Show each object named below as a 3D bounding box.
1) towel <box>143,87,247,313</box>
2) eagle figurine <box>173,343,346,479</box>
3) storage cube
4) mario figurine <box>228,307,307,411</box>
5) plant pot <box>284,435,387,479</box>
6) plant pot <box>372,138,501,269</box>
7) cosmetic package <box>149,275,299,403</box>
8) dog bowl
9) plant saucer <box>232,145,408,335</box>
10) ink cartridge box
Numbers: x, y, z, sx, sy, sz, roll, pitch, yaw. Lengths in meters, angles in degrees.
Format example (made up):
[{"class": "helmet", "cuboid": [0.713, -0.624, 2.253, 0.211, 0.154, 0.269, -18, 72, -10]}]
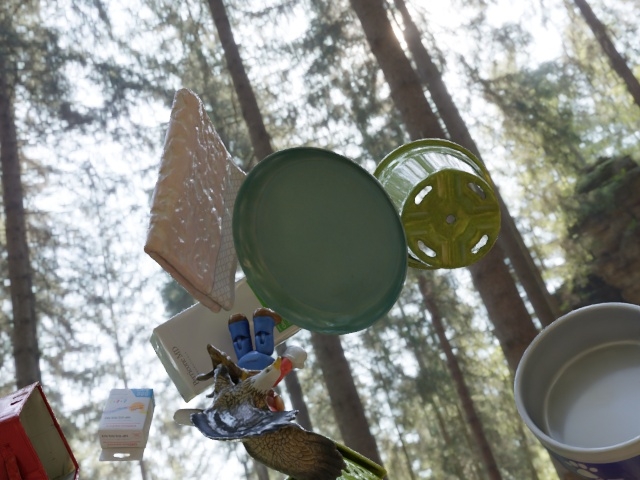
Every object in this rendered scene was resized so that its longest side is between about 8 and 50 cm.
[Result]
[{"class": "towel", "cuboid": [-0.223, -0.065, 1.395, 0.053, 0.332, 0.317, -4, -28, 15]}, {"class": "eagle figurine", "cuboid": [-0.119, 0.308, 1.292, 0.226, 0.298, 0.225, -9, -54, -26]}, {"class": "storage cube", "cuboid": [-0.527, 0.370, 1.189, 0.193, 0.184, 0.215, -23, 10, -8]}, {"class": "mario figurine", "cuboid": [-0.142, 0.334, 1.720, 0.170, 0.321, 0.198, 13, -30, -35]}, {"class": "plant pot", "cuboid": [0.036, 0.578, 1.600, 0.227, 0.207, 0.228, 35, -77, -24]}, {"class": "plant pot", "cuboid": [0.229, -0.054, 1.416, 0.276, 0.276, 0.254, -21, 9, 3]}, {"class": "cosmetic package", "cuboid": [-0.232, 0.232, 1.887, 0.365, 0.197, 0.155, -31, -9, -27]}, {"class": "dog bowl", "cuboid": [0.443, 0.231, 1.133, 0.264, 0.265, 0.104, -29, -56, 18]}, {"class": "plant saucer", "cuboid": [0.000, 0.000, 1.187, 0.317, 0.318, 0.043, -41, -3, 34]}, {"class": "ink cartridge box", "cuboid": [-0.452, 0.426, 1.709, 0.104, 0.181, 0.062, -1, -60, -2]}]
